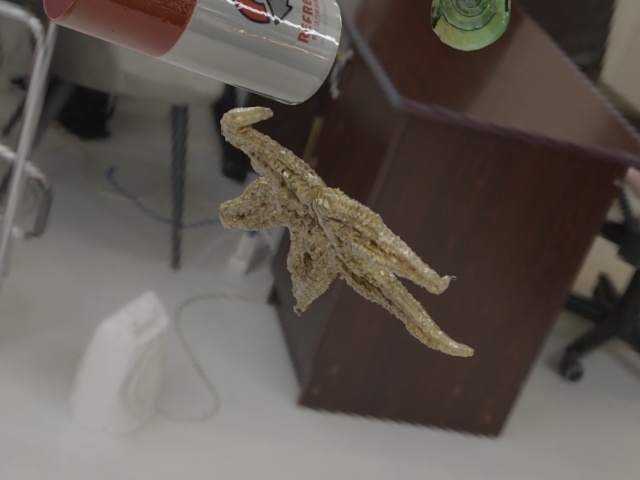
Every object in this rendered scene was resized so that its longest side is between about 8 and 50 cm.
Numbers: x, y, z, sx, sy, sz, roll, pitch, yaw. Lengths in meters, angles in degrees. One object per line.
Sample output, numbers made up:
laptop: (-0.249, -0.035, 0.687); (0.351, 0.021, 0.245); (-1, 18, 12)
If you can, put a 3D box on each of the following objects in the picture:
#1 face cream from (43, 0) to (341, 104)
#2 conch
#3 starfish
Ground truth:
face cream: (-0.096, -0.179, 1.030); (0.214, 0.095, 0.096); (15, 23, -33)
conch: (0.156, -0.247, 1.404); (0.080, 0.095, 0.201); (21, 14, -9)
starfish: (0.003, -0.003, 1.230); (0.299, 0.060, 0.302); (46, -21, -11)
